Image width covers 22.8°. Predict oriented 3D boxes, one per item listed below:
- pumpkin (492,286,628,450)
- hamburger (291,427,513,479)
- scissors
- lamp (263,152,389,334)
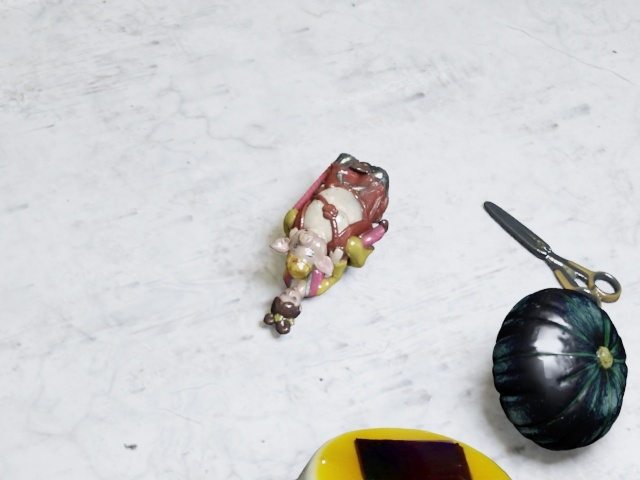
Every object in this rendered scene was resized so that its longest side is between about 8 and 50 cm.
[{"bbox_3d":[0.286,0.153,1.894,0.150,0.194,0.194,-23,50,18],"label":"pumpkin"},{"bbox_3d":[0.083,0.331,1.689,0.294,0.179,0.276,2,34,-15],"label":"hamburger"},{"bbox_3d":[0.299,0.017,2.105,0.088,0.017,0.220,-34,65,-32],"label":"scissors"},{"bbox_3d":[0.000,0.000,1.990,0.118,0.118,0.253,30,50,11],"label":"lamp"}]
